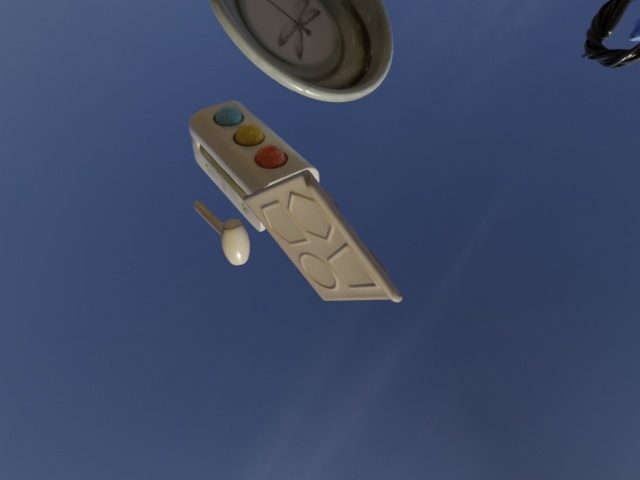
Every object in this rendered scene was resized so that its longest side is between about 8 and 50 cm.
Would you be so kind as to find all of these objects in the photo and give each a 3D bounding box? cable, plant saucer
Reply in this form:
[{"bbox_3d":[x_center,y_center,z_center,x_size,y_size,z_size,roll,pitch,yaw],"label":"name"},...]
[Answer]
[{"bbox_3d":[0.473,-0.325,0.792,0.184,0.047,0.151,-24,-125,25],"label":"cable"},{"bbox_3d":[-0.046,-0.422,1.009,0.100,0.400,0.401,-29,-126,51],"label":"plant saucer"}]

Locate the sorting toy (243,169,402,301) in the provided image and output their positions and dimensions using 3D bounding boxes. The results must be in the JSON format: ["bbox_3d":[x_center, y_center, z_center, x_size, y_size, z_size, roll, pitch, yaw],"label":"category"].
[{"bbox_3d":[0.000,0.000,0.702,0.038,0.193,0.208,-44,-164,-23],"label":"sorting toy"}]

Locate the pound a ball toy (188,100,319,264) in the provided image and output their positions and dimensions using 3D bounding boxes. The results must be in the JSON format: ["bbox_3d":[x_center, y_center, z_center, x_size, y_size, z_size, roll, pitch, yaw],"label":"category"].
[{"bbox_3d":[-0.149,-0.127,0.983,0.208,0.136,0.319,-24,-131,-25],"label":"pound a ball toy"}]

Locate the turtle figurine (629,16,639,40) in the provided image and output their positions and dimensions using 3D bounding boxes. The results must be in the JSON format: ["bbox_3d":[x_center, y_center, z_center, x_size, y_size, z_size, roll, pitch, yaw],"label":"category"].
[{"bbox_3d":[0.374,-0.275,0.386,0.197,0.274,0.267,22,-102,-9],"label":"turtle figurine"}]
